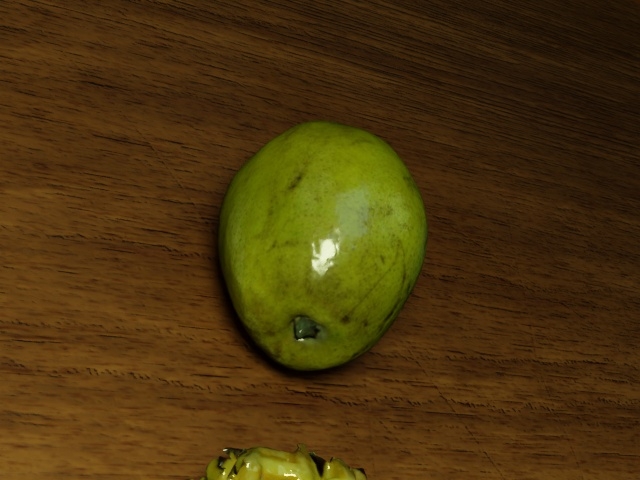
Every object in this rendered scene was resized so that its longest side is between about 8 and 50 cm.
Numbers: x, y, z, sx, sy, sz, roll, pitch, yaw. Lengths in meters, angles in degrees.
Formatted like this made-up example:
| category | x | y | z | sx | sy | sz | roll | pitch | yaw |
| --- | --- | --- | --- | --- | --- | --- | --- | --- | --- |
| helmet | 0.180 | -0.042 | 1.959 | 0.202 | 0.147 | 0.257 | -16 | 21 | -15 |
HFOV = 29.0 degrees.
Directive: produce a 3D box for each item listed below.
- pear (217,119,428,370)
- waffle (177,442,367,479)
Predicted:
| category | x | y | z | sx | sy | sz | roll | pitch | yaw |
| --- | --- | --- | --- | --- | --- | --- | --- | --- | --- |
| pear | 0.000 | 0.000 | 1.462 | 0.253 | 0.253 | 0.307 | 29 | 41 | -13 |
| waffle | -0.001 | 0.356 | 1.172 | 0.382 | 0.095 | 0.379 | 47 | 33 | 18 |
